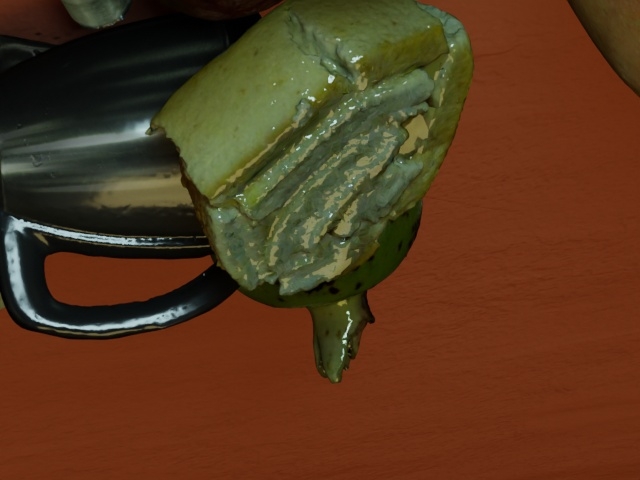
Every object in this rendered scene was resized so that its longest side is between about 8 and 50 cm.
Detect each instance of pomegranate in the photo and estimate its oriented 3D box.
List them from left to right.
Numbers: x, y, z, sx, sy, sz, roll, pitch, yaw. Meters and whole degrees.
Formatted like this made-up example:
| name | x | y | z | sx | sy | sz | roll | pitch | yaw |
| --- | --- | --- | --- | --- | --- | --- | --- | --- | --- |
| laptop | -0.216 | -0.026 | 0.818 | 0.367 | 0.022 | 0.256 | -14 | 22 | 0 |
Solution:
| name | x | y | z | sx | sy | sz | roll | pitch | yaw |
| --- | --- | --- | --- | --- | --- | --- | --- | --- | --- |
| pomegranate | 0.000 | 0.000 | 1.884 | 0.211 | 0.263 | 0.211 | -19 | -173 | 2 |

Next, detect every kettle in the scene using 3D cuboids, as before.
| name | x | y | z | sx | sy | sz | roll | pitch | yaw |
| --- | --- | --- | --- | --- | --- | --- | --- | --- | --- |
| kettle | -0.176 | -0.065 | 1.673 | 0.271 | 0.207 | 0.251 | -6 | 109 | -12 |

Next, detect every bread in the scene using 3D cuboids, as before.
| name | x | y | z | sx | sy | sz | roll | pitch | yaw |
| --- | --- | --- | --- | --- | --- | --- | --- | --- | --- |
| bread | -0.003 | -0.087 | 1.504 | 0.257 | 0.124 | 0.186 | -48 | 138 | 13 |

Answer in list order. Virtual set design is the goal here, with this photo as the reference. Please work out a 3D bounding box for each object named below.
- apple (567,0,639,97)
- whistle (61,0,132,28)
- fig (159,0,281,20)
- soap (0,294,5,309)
| name | x | y | z | sx | sy | sz | roll | pitch | yaw |
| --- | --- | --- | --- | --- | --- | --- | --- | --- | --- |
| apple | 0.334 | -0.251 | 1.475 | 0.338 | 0.338 | 0.305 | -22 | 167 | 15 |
| whistle | -0.213 | -0.259 | 1.474 | 0.062 | 0.062 | 0.312 | -17 | 153 | 6 |
| fig | -0.090 | -0.236 | 1.511 | 0.145 | 0.170 | 0.274 | 29 | 159 | -19 |
| soap | -0.363 | 0.055 | 1.713 | 0.198 | 0.066 | 0.119 | -28 | 160 | 22 |
